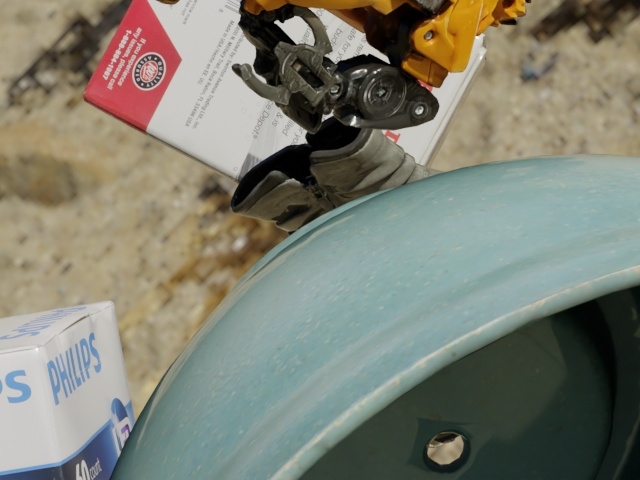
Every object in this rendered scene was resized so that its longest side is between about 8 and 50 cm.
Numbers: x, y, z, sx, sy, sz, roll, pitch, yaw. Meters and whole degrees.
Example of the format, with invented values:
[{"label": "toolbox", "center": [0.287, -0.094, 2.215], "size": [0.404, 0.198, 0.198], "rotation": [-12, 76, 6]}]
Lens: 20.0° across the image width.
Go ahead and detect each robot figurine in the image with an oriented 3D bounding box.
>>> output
[{"label": "robot figurine", "center": [-0.008, -0.173, 0.831], "size": [0.211, 0.291, 0.085], "rotation": [-57, 40, 6]}]

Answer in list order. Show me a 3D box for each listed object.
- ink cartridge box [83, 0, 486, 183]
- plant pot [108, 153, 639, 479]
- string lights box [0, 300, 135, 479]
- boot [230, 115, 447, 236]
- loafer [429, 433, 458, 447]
[{"label": "ink cartridge box", "center": [-0.023, -0.133, 1.495], "size": [0.197, 0.272, 0.114], "rotation": [-62, -8, 1]}, {"label": "plant pot", "center": [0.059, 0.097, 0.530], "size": [0.293, 0.293, 0.196], "rotation": [-43, 29, 4]}, {"label": "string lights box", "center": [-0.103, 0.162, 0.700], "size": [0.076, 0.260, 0.133], "rotation": [-10, 4, 6]}, {"label": "boot", "center": [0.000, 0.000, 1.264], "size": [0.246, 0.161, 0.083], "rotation": [-37, 34, 39]}, {"label": "loafer", "center": [0.163, 0.088, 1.377], "size": [0.251, 0.094, 0.087], "rotation": [-34, 52, 12]}]
